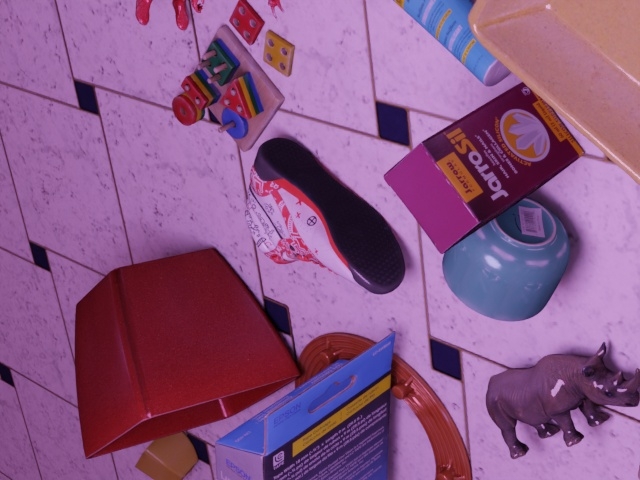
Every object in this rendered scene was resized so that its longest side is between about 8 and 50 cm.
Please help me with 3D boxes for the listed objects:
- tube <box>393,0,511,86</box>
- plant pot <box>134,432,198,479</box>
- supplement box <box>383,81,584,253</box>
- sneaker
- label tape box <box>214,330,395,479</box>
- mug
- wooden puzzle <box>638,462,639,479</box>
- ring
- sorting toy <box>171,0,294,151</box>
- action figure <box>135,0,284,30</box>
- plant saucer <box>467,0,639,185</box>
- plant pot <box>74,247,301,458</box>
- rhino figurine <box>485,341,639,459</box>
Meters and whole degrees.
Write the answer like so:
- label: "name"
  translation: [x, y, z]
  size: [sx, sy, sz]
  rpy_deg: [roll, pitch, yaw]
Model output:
- label: "tube"
  translation: [0.131, -0.253, 1.417]
  size: [0.207, 0.052, 0.080]
  rpy_deg: [48, 134, 24]
- label: "plant pot"
  translation: [-0.268, 0.389, 2.322]
  size: [0.083, 0.081, 0.081]
  rpy_deg: [40, 142, 5]
- label: "supplement box"
  translation: [0.173, -0.080, 1.367]
  size: [0.104, 0.188, 0.081]
  rpy_deg: [54, 143, 5]
- label: "sneaker"
  translation: [0.000, -0.001, 1.714]
  size: [0.270, 0.090, 0.145]
  rpy_deg: [47, 144, 21]
- label: "label tape box"
  translation: [-0.020, 0.279, 1.760]
  size: [0.106, 0.240, 0.334]
  rpy_deg: [31, 135, 35]
- label: "mug"
  translation: [0.201, 0.002, 1.444]
  size: [0.157, 0.129, 0.097]
  rpy_deg: [42, 140, 20]
- label: "wooden puzzle"
  translation: [0.400, 0.267, 1.502]
  size: [0.078, 0.014, 0.116]
  rpy_deg: [21, 131, 40]
- label: "ring"
  translation: [0.078, 0.287, 1.879]
  size: [0.336, 0.032, 0.337]
  rpy_deg: [30, 136, 34]
- label: "sorting toy"
  translation: [-0.123, -0.202, 1.747]
  size: [0.132, 0.046, 0.274]
  rpy_deg: [52, 143, 8]
- label: "action figure"
  translation: [-0.137, -0.311, 1.626]
  size: [0.280, 0.091, 0.139]
  rpy_deg: [-33, 62, 54]
- label: "plant saucer"
  translation: [0.327, -0.221, 1.178]
  size: [0.333, 0.081, 0.333]
  rpy_deg: [45, 143, 17]
- label: "plant pot"
  translation: [-0.230, 0.160, 1.975]
  size: [0.267, 0.267, 0.236]
  rpy_deg: [-36, 70, 54]
- label: "rhino figurine"
  translation: [0.285, 0.182, 1.527]
  size: [0.106, 0.073, 0.243]
  rpy_deg: [57, 143, -3]
